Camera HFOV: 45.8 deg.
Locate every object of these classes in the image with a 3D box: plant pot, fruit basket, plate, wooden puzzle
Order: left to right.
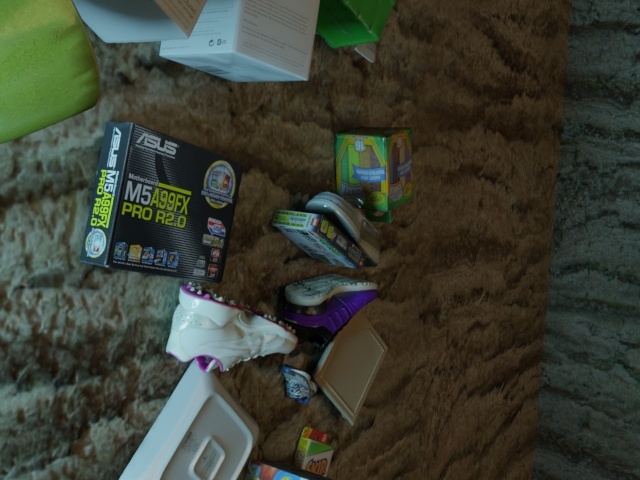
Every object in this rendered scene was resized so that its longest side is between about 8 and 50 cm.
[{"bbox_3d":[-0.423,-0.177,0.746,0.293,0.275,0.274,-40,131,-26],"label":"plant pot"},{"bbox_3d":[-0.217,0.395,1.370,0.277,0.045,0.278,-59,141,-30],"label":"plate"},{"bbox_3d":[0.034,-0.571,1.476,0.327,0.166,0.352,28,58,-57],"label":"fruit basket"},{"bbox_3d":[0.069,0.285,1.781,0.221,0.044,0.238,-60,138,-30],"label":"wooden puzzle"}]

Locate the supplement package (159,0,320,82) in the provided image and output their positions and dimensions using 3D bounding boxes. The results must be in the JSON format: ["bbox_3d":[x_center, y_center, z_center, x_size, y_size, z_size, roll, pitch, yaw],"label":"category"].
[{"bbox_3d":[-0.116,-0.415,1.201,0.178,0.175,0.292,9,90,-50],"label":"supplement package"}]

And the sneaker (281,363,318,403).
[{"bbox_3d":[-0.048,0.310,1.609,0.058,0.052,0.135,-62,143,-21],"label":"sneaker"}]

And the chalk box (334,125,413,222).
[{"bbox_3d":[0.121,-0.140,1.691,0.132,0.132,0.213,-25,117,-53],"label":"chalk box"}]

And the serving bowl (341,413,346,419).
[{"bbox_3d":[0.083,0.400,1.855,0.083,0.027,0.083,-20,114,-55],"label":"serving bowl"}]

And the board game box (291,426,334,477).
[{"bbox_3d":[-0.036,0.556,1.702,0.124,0.039,0.259,38,63,-55],"label":"board game box"}]

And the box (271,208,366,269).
[{"bbox_3d":[0.000,0.000,1.551,0.207,0.114,0.036,41,63,-54],"label":"box"}]

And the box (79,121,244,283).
[{"bbox_3d":[-0.243,-0.051,1.209,0.270,0.060,0.216,16,84,-58],"label":"box"}]

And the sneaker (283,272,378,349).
[{"bbox_3d":[0.016,0.157,1.638,0.293,0.102,0.146,-7,107,-52],"label":"sneaker"}]

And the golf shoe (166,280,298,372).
[{"bbox_3d":[-0.160,0.175,1.365,0.306,0.115,0.140,29,82,-49],"label":"golf shoe"}]

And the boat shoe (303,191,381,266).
[{"bbox_3d":[0.057,-0.036,1.637,0.320,0.118,0.103,42,59,-57],"label":"boat shoe"}]

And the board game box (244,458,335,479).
[{"bbox_3d":[-0.013,0.546,1.506,0.144,0.275,0.142,31,71,-55],"label":"board game box"}]

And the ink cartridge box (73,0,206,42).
[{"bbox_3d":[-0.241,-0.414,1.025,0.171,0.168,0.232,45,59,-51],"label":"ink cartridge box"}]
